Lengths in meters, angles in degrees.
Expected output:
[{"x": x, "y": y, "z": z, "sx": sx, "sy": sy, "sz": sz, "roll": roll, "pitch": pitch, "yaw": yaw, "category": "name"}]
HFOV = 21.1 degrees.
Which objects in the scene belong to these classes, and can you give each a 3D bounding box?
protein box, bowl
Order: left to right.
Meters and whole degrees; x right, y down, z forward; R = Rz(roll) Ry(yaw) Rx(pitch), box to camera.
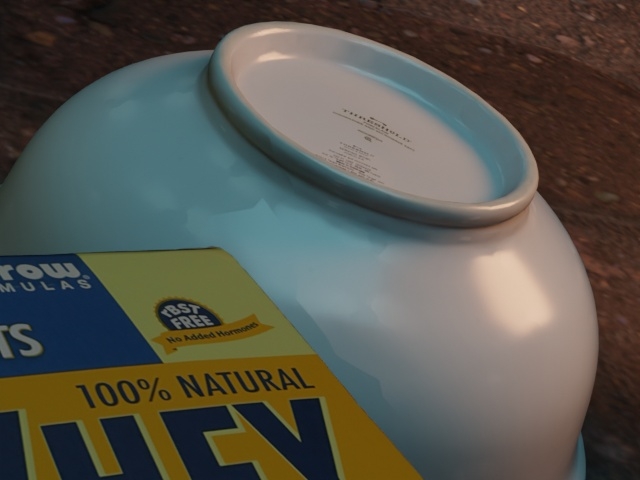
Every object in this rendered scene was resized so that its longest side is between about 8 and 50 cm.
[{"x": -0.058, "y": 0.139, "z": 0.364, "sx": 0.136, "sy": 0.201, "sz": 0.200, "roll": -3, "pitch": 38, "yaw": -39, "category": "protein box"}, {"x": 0.000, "y": 0.000, "z": 0.721, "sx": 0.298, "sy": 0.134, "sz": 0.298, "roll": 18, "pitch": 28, "yaw": -10, "category": "bowl"}]
